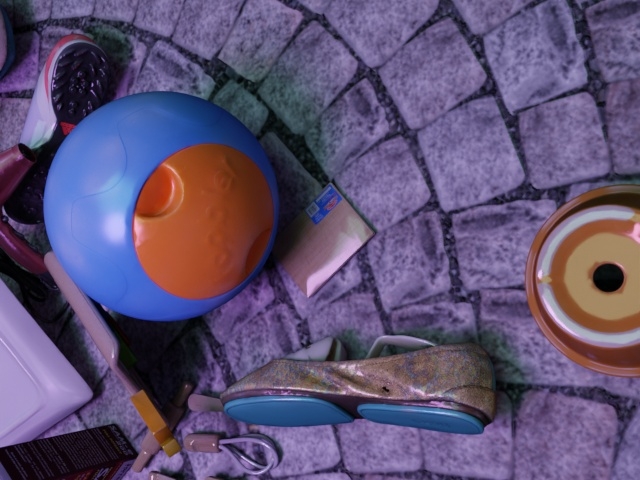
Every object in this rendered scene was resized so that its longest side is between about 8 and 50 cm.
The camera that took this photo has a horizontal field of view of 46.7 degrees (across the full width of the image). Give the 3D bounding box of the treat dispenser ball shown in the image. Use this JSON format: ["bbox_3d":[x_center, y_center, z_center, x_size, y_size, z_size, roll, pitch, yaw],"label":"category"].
[{"bbox_3d":[-0.196,-0.042,0.935,0.288,0.288,0.288,-3,84,27],"label":"treat dispenser ball"}]

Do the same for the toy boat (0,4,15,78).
[{"bbox_3d":[-0.581,-0.405,1.261,0.268,0.148,0.318,31,107,31],"label":"toy boat"}]

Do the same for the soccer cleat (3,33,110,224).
[{"bbox_3d":[-0.424,-0.176,1.183,0.116,0.109,0.318,48,118,52],"label":"soccer cleat"}]

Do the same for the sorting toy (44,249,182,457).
[{"bbox_3d":[-0.255,0.166,0.985,0.041,0.229,0.307,-33,54,-18],"label":"sorting toy"}]

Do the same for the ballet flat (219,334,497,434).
[{"bbox_3d":[0.043,0.170,0.903,0.349,0.123,0.123,-5,83,26],"label":"ballet flat"}]

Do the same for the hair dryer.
[{"bbox_3d":[-0.490,-0.018,1.144,0.080,0.224,0.293,-110,32,-60],"label":"hair dryer"}]

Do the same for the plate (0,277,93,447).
[{"bbox_3d":[-0.531,0.206,1.132,0.277,0.045,0.278,-35,95,19],"label":"plate"}]

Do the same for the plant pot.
[{"bbox_3d":[0.295,0.037,0.733,0.205,0.188,0.205,-3,84,27],"label":"plant pot"}]

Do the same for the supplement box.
[{"bbox_3d":[-0.381,0.338,1.023,0.073,0.239,0.130,44,105,22],"label":"supplement box"}]

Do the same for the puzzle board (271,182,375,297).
[{"bbox_3d":[0.000,0.000,0.988,0.128,0.011,0.096,-45,67,16],"label":"puzzle board"}]

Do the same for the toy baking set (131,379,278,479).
[{"bbox_3d":[-0.158,0.296,1.035,0.197,0.030,0.256,32,100,23],"label":"toy baking set"}]
